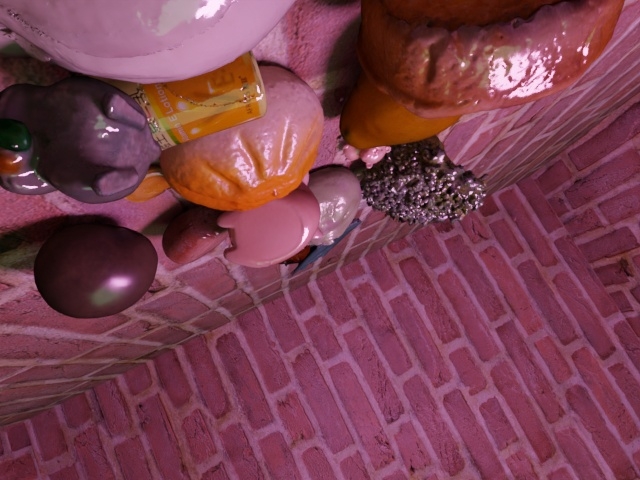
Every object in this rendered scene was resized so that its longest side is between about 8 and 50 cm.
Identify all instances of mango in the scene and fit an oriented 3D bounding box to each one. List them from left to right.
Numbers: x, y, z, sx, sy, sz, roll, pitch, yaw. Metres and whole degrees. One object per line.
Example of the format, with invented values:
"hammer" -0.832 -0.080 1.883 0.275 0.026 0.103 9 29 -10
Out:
"mango" 0.147 -0.260 0.779 0.211 0.173 0.317 -37 -170 -23

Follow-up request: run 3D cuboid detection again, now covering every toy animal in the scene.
"toy animal" -0.300 -0.102 0.415 0.251 0.125 0.127 10 155 4
"toy animal" -0.103 -0.046 0.991 0.213 0.195 0.256 -11 -161 3
"toy animal" 0.113 -0.223 1.052 0.114 0.082 0.091 -26 168 8

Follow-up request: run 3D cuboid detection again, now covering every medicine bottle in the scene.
"medicine bottle" -0.194 -0.177 0.531 0.239 0.124 0.124 -24 167 -7

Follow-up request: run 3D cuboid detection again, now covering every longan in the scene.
"longan" -0.435 0.059 0.835 0.196 0.196 0.220 -36 167 34

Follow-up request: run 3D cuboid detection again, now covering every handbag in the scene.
"handbag" -0.002 -0.005 1.659 0.268 0.100 0.274 -33 170 -34

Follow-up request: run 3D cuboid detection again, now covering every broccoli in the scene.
"broccoli" 0.296 -0.162 1.232 0.272 0.324 0.334 -38 -178 -31

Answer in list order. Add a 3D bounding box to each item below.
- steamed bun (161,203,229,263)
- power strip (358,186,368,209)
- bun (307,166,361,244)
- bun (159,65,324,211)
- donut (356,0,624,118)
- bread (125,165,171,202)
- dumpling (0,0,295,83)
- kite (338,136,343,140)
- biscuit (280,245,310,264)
"steamed bun" -0.286 -0.029 1.018 0.145 0.106 0.175 -39 177 25
"power strip" 0.193 -0.171 1.533 0.338 0.058 0.098 -22 167 -20
"bun" 0.007 -0.080 1.231 0.283 0.179 0.283 -26 165 -8
"bun" -0.115 -0.146 0.741 0.299 0.165 0.299 -26 169 -5
"donut" 0.207 -0.297 0.540 0.317 0.299 0.150 -49 158 -13
"bread" -0.322 -0.104 0.797 0.110 0.024 0.110 -26 167 -7
"dumpling" -0.138 -0.224 0.376 0.341 0.181 0.260 -40 -170 5
"kite" 0.161 -0.301 1.045 0.267 0.013 0.323 -25 170 -5
"biscuit" -0.132 0.025 1.482 0.192 0.049 0.192 1 141 1
